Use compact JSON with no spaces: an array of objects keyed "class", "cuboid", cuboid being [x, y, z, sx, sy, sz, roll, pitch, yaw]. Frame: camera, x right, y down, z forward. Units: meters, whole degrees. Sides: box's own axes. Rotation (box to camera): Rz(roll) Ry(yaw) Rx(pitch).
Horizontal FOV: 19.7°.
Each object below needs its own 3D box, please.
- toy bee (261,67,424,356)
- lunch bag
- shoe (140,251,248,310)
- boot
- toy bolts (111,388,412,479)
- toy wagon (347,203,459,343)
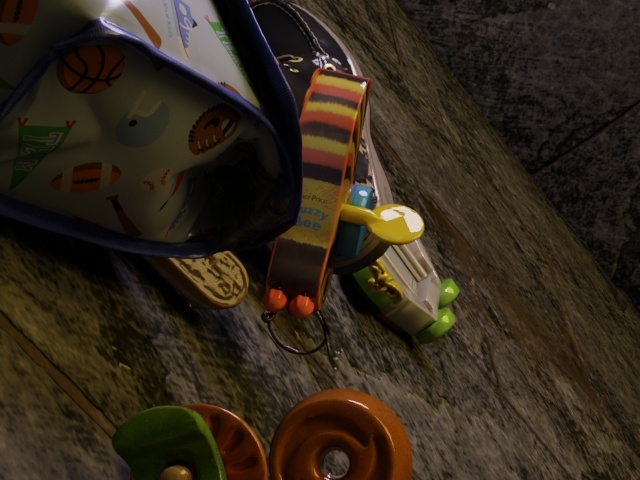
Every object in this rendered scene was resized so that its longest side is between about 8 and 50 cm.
[{"class":"toy bee","cuboid":[0.000,0.000,1.721,0.162,0.195,0.298,-65,145,-65]},{"class":"lunch bag","cuboid":[-0.181,-0.175,1.511,0.385,0.239,0.327,27,32,-56]},{"class":"shoe","cuboid":[-0.155,-0.019,1.664,0.219,0.076,0.058,51,-28,-13]},{"class":"boot","cuboid":[-0.065,-0.166,1.958,0.284,0.138,0.377,38,29,-50]},{"class":"toy bolts","cuboid":[-0.020,0.217,1.328,0.158,0.218,0.228,19,57,-77]},{"class":"toy wagon","cuboid":[0.069,0.009,2.311,0.267,0.068,0.344,53,15,-10]}]
